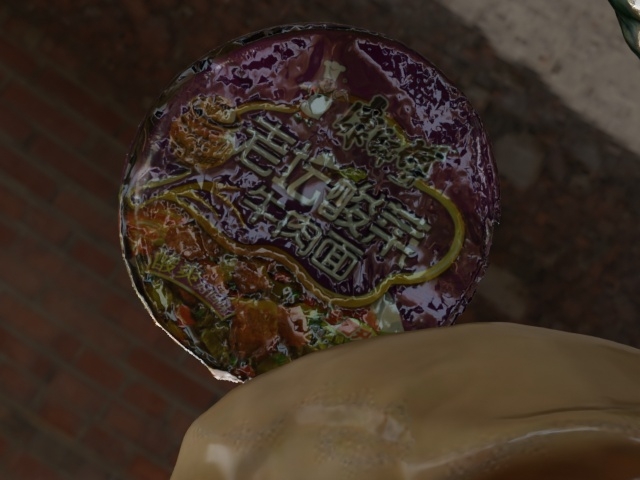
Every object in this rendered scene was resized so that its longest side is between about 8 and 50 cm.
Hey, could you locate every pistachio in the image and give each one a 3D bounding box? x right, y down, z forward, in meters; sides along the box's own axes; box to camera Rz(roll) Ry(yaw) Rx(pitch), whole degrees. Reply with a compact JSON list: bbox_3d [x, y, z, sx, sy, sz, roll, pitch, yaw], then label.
[{"bbox_3d":[0.087,0.138,0.677,0.318,0.193,0.214,13,154,-26],"label":"pistachio"}]

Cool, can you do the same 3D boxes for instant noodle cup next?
[{"bbox_3d":[0.000,0.000,1.187,0.251,0.251,0.190,24,167,12],"label":"instant noodle cup"}]

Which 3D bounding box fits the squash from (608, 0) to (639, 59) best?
[{"bbox_3d":[0.172,-0.144,0.543,0.165,0.252,0.252,-11,134,25],"label":"squash"}]
